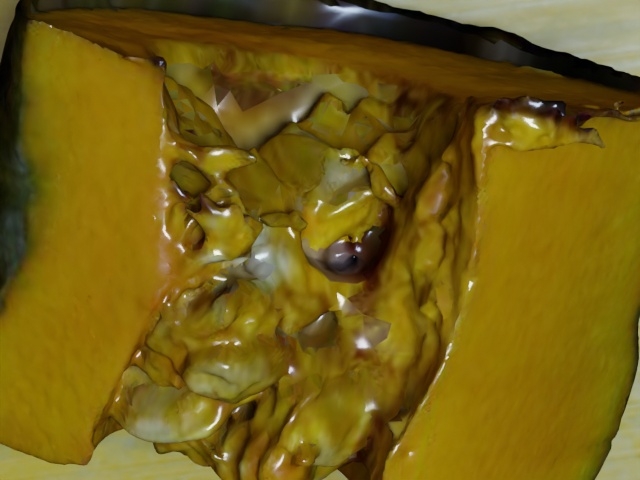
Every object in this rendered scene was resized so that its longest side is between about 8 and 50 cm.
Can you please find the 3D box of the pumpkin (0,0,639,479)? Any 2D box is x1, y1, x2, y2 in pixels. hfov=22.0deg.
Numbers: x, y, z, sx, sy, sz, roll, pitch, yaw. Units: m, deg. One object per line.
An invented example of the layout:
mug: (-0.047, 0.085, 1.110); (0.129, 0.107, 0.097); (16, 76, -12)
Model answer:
pumpkin: (0.000, 0.000, 0.748); (0.303, 0.256, 0.225); (17, 104, 12)
